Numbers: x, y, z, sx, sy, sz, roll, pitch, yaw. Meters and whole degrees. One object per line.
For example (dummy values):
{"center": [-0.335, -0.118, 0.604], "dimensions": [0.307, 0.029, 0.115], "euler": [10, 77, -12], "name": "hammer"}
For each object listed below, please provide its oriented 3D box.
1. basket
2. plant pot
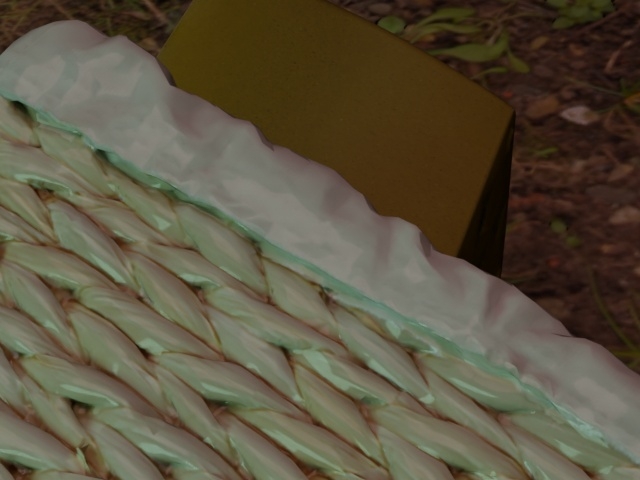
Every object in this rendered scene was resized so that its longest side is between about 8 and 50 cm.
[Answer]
{"center": [-0.049, 0.164, 0.610], "dimensions": [0.331, 0.328, 0.266], "euler": [33, 61, 22], "name": "basket"}
{"center": [0.000, 0.000, 0.942], "dimensions": [0.187, 0.212, 0.212], "euler": [12, 46, 14], "name": "plant pot"}
